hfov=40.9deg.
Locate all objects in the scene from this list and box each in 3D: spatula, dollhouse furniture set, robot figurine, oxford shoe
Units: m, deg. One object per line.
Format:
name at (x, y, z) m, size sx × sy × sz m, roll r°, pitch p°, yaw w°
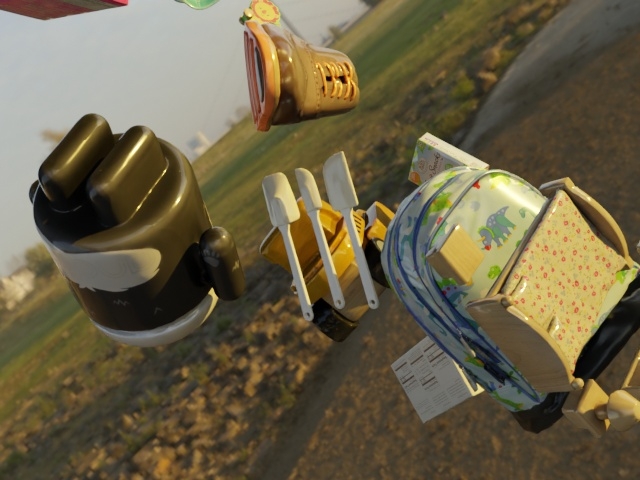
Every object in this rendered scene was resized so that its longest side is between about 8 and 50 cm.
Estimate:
spatula at (0.000, 0.000, 1.331) m, size 0.168 × 0.242 × 0.019 m, roll -15°, pitch 2°, yaw 30°
dollhouse furniture set at (0.339, 0.022, 0.918) m, size 0.173 × 0.355 × 0.303 m, roll -16°, pitch 32°, yaw 56°
robot figurine at (-0.201, -0.005, 0.931) m, size 0.173 × 0.209 × 0.278 m, roll -25°, pitch -38°, yaw -12°
oxford shoe at (-0.020, -0.206, 1.060) m, size 0.132 × 0.130 × 0.364 m, roll -5°, pitch 10°, yaw 2°

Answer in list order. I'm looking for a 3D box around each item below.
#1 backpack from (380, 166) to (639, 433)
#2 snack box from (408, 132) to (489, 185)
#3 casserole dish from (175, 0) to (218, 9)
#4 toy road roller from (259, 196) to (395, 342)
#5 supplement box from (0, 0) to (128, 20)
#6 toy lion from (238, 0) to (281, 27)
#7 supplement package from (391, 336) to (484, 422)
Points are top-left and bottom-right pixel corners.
backpack at (0.255, 0.052, 1.185) m, size 0.290 × 0.355 × 0.273 m, roll -48°, pitch -11°, yaw -3°
snack box at (0.242, -0.129, 1.635) m, size 0.037 × 0.141 × 0.100 m, roll -36°, pitch -31°, yaw -40°
casserole dish at (-0.160, -0.433, 1.286) m, size 0.188 × 0.114 × 0.037 m, roll -41°, pitch 27°, yaw 3°
toy road roller at (0.023, 0.014, 1.670) m, size 0.202 × 0.240 × 0.329 m, roll -48°, pitch 9°, yaw 17°
supplement box at (-0.381, -0.392, 1.235) m, size 0.220 × 0.111 × 0.114 m, roll 4°, pitch 1°, yaw 39°
toy lion at (-0.121, -0.479, 1.862) m, size 0.096 × 0.100 × 0.034 m, roll -39°, pitch -4°, yaw -38°
supplement package at (0.299, 0.241, 1.746) m, size 0.204 × 0.145 × 0.262 m, roll -23°, pitch -14°, yaw -23°
